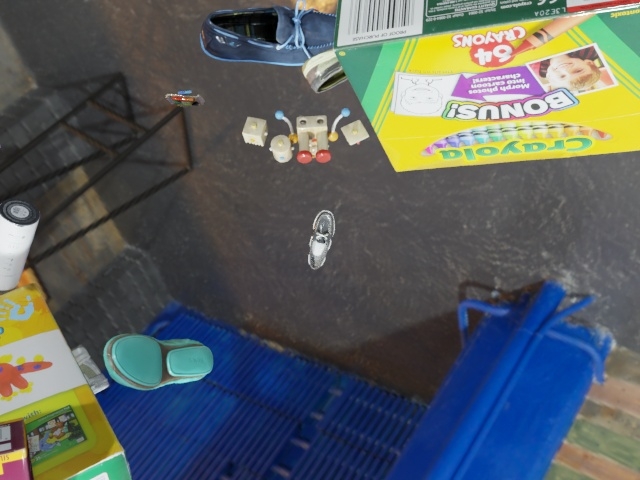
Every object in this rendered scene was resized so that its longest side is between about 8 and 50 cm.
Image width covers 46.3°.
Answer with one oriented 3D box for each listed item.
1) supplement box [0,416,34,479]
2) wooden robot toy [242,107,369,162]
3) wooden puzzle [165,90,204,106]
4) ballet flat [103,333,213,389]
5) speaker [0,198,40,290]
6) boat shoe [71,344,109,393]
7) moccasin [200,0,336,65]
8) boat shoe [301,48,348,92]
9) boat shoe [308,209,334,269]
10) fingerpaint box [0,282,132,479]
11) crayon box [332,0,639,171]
[{"bbox_3d":[-0.361,0.302,0.811,0.081,0.104,0.188,-150,54,-64],"label":"supplement box"},{"bbox_3d":[-0.019,-0.133,1.051,0.173,0.076,0.079,-2,158,3],"label":"wooden robot toy"},{"bbox_3d":[-0.289,-0.300,1.604,0.078,0.014,0.116,-1,177,9],"label":"wooden puzzle"},{"bbox_3d":[-0.268,0.192,1.161,0.087,0.083,0.247,-13,166,25],"label":"ballet flat"},{"bbox_3d":[-0.440,0.008,1.059,0.055,0.055,0.136,37,125,7],"label":"speaker"},{"bbox_3d":[-0.495,0.306,1.307,0.118,0.320,0.103,-37,97,31],"label":"boat shoe"},{"bbox_3d":[-0.096,-0.464,1.687,0.117,0.341,0.138,114,143,-69],"label":"moccasin"},{"bbox_3d":[0.076,-0.359,1.506,0.080,0.223,0.074,64,-176,-75],"label":"boat shoe"},{"bbox_3d":[0.000,0.000,1.543,0.046,0.038,0.125,16,111,-4],"label":"boat shoe"},{"bbox_3d":[-0.526,0.299,1.004,0.371,0.444,0.163,44,147,39],"label":"fingerpaint box"},{"bbox_3d":[0.237,-0.218,0.984,0.362,0.106,0.313,-3,155,20],"label":"crayon box"}]
